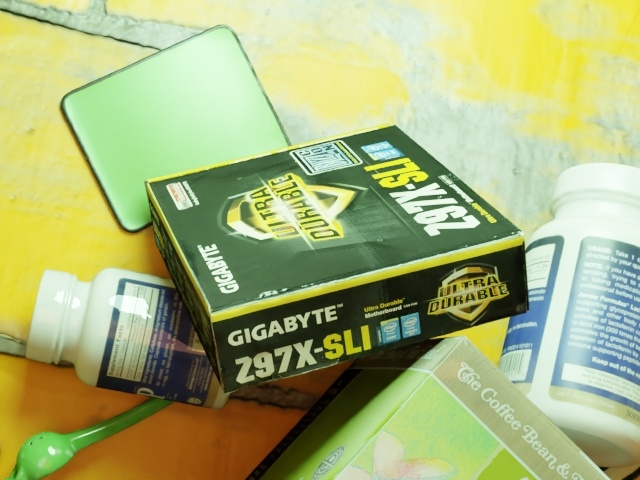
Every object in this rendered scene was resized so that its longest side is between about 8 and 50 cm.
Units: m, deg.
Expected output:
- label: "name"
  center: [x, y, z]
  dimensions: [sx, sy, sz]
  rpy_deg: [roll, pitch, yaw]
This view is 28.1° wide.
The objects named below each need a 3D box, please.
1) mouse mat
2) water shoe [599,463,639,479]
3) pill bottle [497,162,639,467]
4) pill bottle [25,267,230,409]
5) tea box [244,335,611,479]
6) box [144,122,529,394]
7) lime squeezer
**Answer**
- label: "mouse mat"
  center: [-0.139, -0.111, 1.251]
  dimensions: [0.189, 0.007, 0.153]
  rpy_deg: [-26, 90, -13]
- label: "water shoe"
  center: [0.284, 0.207, 1.277]
  dimensions: [0.203, 0.073, 0.080]
  rpy_deg: [-37, 64, -10]
- label: "pill bottle"
  center: [0.260, 0.070, 1.220]
  dimensions: [0.153, 0.153, 0.265]
  rpy_deg: [19, 70, -8]
- label: "pill bottle"
  center: [-0.169, 0.085, 1.174]
  dimensions: [0.186, 0.112, 0.112]
  rpy_deg: [12, 83, -8]
- label: "tea box"
  center: [0.049, 0.267, 1.086]
  dimensions: [0.220, 0.329, 0.323]
  rpy_deg: [43, 80, -3]
- label: "box"
  center: [0.000, 0.000, 1.110]
  dimensions: [0.257, 0.322, 0.079]
  rpy_deg: [-12, 114, -12]
- label: "lime squeezer"
  center: [-0.251, 0.249, 1.183]
  dimensions: [0.110, 0.059, 0.310]
  rpy_deg: [37, 76, -36]
